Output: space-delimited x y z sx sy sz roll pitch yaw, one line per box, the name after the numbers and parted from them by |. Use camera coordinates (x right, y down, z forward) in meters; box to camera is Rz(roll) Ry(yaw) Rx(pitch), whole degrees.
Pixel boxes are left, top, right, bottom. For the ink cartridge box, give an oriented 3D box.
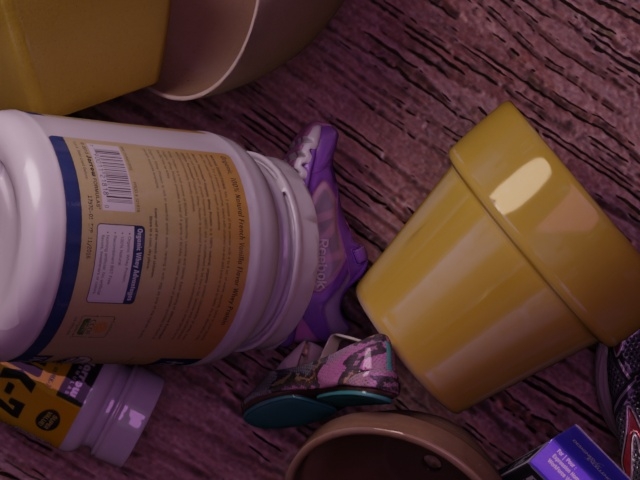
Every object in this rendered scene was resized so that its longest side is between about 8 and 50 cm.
0.267 0.282 1.768 0.206 0.208 0.045 44 65 3 | ink cartridge box

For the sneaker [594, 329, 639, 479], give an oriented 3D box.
0.355 0.201 1.834 0.121 0.112 0.299 -9 83 -5 | sneaker

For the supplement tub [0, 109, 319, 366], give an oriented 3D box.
-0.182 0.003 1.709 0.316 0.228 0.228 4 81 -37 | supplement tub

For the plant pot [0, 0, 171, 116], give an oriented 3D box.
-0.265 -0.226 1.757 0.212 0.212 0.187 -23 113 -36 | plant pot

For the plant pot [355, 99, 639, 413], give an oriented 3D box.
0.174 0.033 1.790 0.239 0.254 0.254 -40 87 8 | plant pot

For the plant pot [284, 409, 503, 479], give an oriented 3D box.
0.093 0.246 1.785 0.237 0.237 0.109 37 41 1 | plant pot

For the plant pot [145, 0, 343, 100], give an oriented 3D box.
-0.074 -0.287 1.811 0.191 0.284 0.284 -10 82 -40 | plant pot

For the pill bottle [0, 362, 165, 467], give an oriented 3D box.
-0.266 0.133 1.790 0.209 0.119 0.119 27 81 -6 | pill bottle

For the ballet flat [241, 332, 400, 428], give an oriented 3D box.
0.003 0.132 1.783 0.077 0.221 0.079 21 66 -31 | ballet flat

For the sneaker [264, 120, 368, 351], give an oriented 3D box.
0.000 0.000 1.849 0.105 0.095 0.236 9 87 -9 | sneaker
